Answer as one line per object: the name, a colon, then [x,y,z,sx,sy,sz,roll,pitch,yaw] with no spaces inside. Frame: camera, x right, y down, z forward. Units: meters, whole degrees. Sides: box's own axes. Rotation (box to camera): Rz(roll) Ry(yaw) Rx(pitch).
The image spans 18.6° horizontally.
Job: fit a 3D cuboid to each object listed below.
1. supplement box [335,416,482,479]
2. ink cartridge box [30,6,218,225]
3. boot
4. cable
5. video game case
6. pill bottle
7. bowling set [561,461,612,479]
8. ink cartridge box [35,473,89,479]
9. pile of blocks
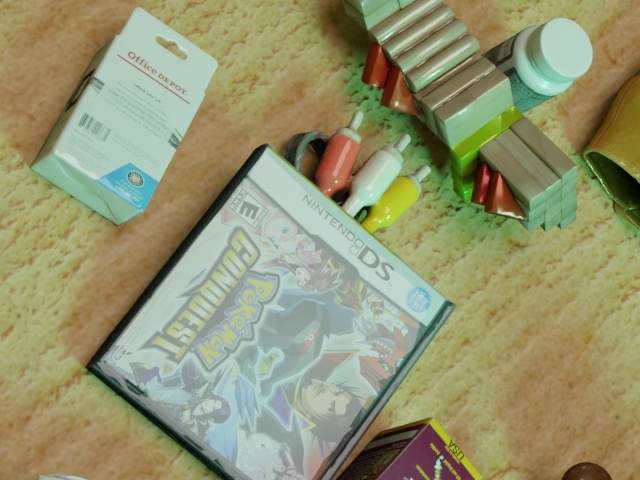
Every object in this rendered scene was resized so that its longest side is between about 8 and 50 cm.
supplement box: [0.050,0.262,1.844,0.081,0.104,0.188,50,59,-8]
ink cartridge box: [-0.183,-0.118,1.849,0.104,0.060,0.180,34,62,-16]
boot: [0.436,-0.068,2.172,0.295,0.104,0.211,39,66,-9]
cable: [0.000,0.000,1.910,0.139,0.072,0.287,37,61,-19]
video game case: [-0.042,0.090,1.848,0.248,0.035,0.275,41,72,-11]
pill bottle: [0.219,-0.180,2.049,0.078,0.137,0.078,9,72,-27]
bowling set: [0.229,0.330,1.925,0.287,0.154,0.200,41,41,-12]
ink cartridge box: [-0.123,0.409,1.567,0.285,0.166,0.395,19,35,-24]
pile of blocks: [0.118,-0.142,2.000,0.113,0.149,0.362,-34,84,-13]
